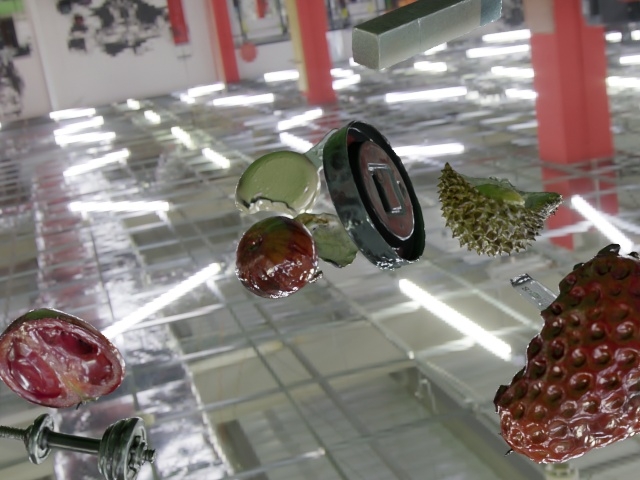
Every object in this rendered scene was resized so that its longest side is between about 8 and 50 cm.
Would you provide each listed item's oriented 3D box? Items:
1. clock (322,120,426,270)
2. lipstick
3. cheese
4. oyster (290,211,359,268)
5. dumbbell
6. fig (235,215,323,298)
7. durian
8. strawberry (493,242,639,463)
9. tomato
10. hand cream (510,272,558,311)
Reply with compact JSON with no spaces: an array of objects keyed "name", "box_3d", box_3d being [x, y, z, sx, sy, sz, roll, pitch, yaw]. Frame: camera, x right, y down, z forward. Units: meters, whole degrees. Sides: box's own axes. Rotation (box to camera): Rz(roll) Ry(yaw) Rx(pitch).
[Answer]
[{"name":"clock","box_3d":[0.080,-0.065,1.345,0.049,0.226,0.226,-24,-172,24]},{"name":"lipstick","box_3d":[0.187,-0.374,1.584,0.317,0.068,0.066,-29,-138,-33]},{"name":"cheese","box_3d":[-0.061,-0.147,1.899,0.163,0.249,0.071,26,164,11]},{"name":"oyster","box_3d":[0.000,0.000,1.562,0.146,0.045,0.122,-15,-132,-16]},{"name":"dumbbell","box_3d":[-0.379,0.316,1.433,0.254,0.110,0.110,7,-163,6]},{"name":"fig","box_3d":[-0.064,0.034,1.368,0.128,0.150,0.128,-4,-126,5]},{"name":"durian","box_3d":[0.389,-0.059,1.992,0.306,0.172,0.166,3,-128,-21]},{"name":"strawberry","box_3d":[0.362,0.145,1.121,0.280,0.253,0.150,-14,-161,-27]},{"name":"tomato","box_3d":[-0.388,0.163,1.396,0.189,0.173,0.099,-20,-151,13]},{"name":"hand cream","box_3d":[0.556,0.180,2.001,0.076,0.336,0.121,-54,-178,-15]}]
